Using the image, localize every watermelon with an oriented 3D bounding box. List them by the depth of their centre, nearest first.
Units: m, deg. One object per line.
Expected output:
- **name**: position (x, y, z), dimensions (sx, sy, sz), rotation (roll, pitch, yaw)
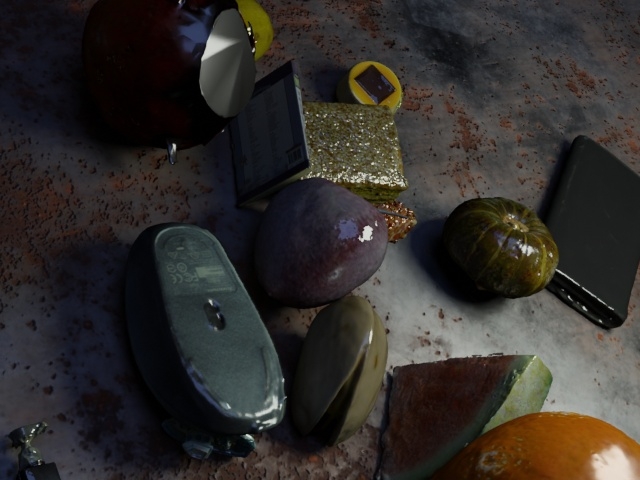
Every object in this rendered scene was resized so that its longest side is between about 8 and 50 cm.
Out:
- **watermelon**: position (0.220, 0.285, 1.712), dimensions (0.193, 0.232, 0.310), rotation (28, 95, -14)

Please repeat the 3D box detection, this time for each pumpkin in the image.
- **pumpkin**: position (0.330, 0.022, 1.967), dimensions (0.219, 0.162, 0.219), rotation (22, 26, -12)

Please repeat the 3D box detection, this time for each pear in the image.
- **pear**: position (-0.166, -0.383, 1.953), dimensions (0.162, 0.149, 0.149), rotation (-16, 68, -32)

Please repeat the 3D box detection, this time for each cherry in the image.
- **cherry**: position (0.000, 0.000, 1.759), dimensions (0.213, 0.184, 0.266), rotation (26, 58, 39)

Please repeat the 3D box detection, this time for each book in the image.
- **book**: position (-0.090, -0.184, 1.862), dimensions (0.026, 0.157, 0.231), rotation (30, 42, -47)

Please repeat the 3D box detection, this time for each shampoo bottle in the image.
- **shampoo bottle**: position (-0.360, 0.340, 1.416), dimensions (0.063, 0.057, 0.208), rotation (-11, 66, -34)

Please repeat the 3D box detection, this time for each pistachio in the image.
- **pistachio**: position (0.032, 0.202, 1.683), dimensions (0.137, 0.153, 0.238), rotation (19, 80, -6)

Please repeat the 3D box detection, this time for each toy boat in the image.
- **toy boat**: position (-0.164, 0.288, 1.560), dimensions (0.140, 0.059, 0.066), rotation (22, 36, -13)

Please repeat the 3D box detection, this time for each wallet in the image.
- **wallet**: position (0.560, -0.026, 2.184), dimensions (0.228, 0.062, 0.406), rotation (34, 48, -5)

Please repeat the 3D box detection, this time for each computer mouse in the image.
- **computer mouse**: position (-0.178, 0.141, 1.611), dimensions (0.203, 0.114, 0.374), rotation (-1, 55, -37)

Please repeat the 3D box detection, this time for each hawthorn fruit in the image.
- **hawthorn fruit**: position (-0.238, -0.297, 1.753), dimensions (0.316, 0.316, 0.316), rotation (15, 54, -21)

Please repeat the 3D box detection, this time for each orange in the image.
- **orange**: position (0.310, 0.444, 1.521), dimensions (0.326, 0.424, 0.424), rotation (19, 33, 41)

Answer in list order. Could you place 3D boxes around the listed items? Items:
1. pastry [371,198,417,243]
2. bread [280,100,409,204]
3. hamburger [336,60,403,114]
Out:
- **pastry**: position (0.093, -0.030, 1.911), dimensions (0.169, 0.087, 0.063), rotation (-15, 54, -36)
- **bread**: position (0.027, -0.155, 1.938), dimensions (0.234, 0.110, 0.184), rotation (1, 62, -27)
- **hamburger**: position (0.096, -0.285, 2.080), dimensions (0.126, 0.081, 0.141), rotation (33, 61, -4)
